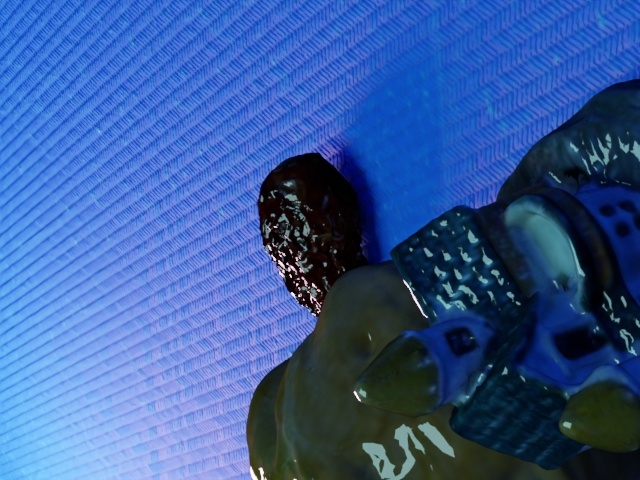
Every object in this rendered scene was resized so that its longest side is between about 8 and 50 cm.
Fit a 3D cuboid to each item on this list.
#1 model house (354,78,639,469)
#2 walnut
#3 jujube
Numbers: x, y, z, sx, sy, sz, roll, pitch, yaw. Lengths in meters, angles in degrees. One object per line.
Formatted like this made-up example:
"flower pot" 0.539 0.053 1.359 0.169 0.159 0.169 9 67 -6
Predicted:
"model house" 0.157 0.053 1.267 0.253 0.291 0.184 60 154 16
"walnut" 0.110 0.188 1.454 0.344 0.306 0.306 47 147 21
"jujube" -0.002 0.002 1.706 0.104 0.104 0.166 5 120 59
